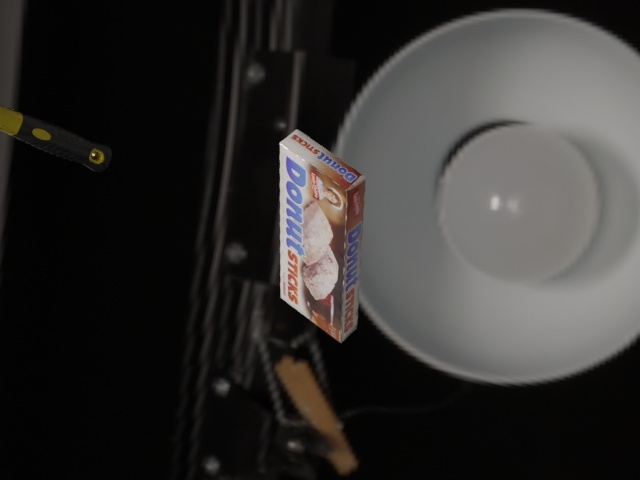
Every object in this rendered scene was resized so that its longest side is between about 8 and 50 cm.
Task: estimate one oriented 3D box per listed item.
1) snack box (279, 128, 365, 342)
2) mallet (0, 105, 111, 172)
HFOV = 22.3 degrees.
[{"bbox_3d":[0.000,0.000,1.167,0.022,0.064,0.178,-39,-28,-28],"label":"snack box"},{"bbox_3d":[-0.180,-0.079,0.953,0.189,0.039,0.062,9,-79,-59],"label":"mallet"}]
